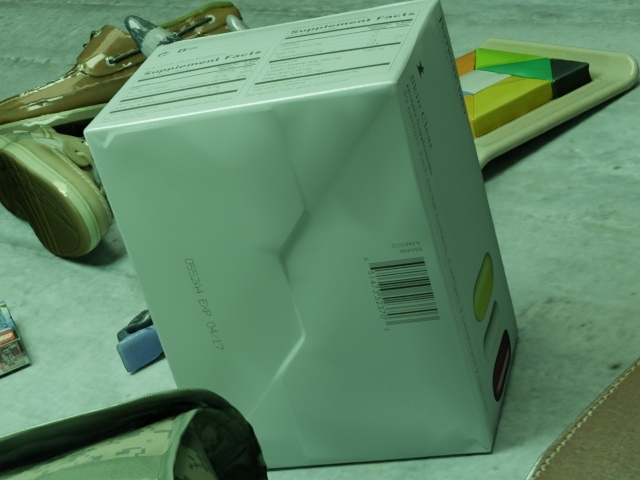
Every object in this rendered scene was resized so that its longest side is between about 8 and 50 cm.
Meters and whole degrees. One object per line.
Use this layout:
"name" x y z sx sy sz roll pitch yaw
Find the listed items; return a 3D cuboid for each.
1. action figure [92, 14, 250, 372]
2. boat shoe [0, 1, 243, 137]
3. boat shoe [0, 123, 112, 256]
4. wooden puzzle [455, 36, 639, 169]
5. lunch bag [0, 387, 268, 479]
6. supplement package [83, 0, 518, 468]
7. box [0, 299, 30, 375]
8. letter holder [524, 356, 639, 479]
"action figure" -0.070 -0.057 1.206 0.341 0.178 0.330 -35 41 -26
"boat shoe" -0.226 -0.186 1.635 0.307 0.104 0.111 -16 -1 -10
"boat shoe" -0.257 -0.064 1.442 0.098 0.109 0.302 -27 21 -19
"wooden puzzle" 0.150 -0.138 1.405 0.239 0.044 0.221 -32 29 -29
"lunch bag" -0.150 0.190 0.786 0.235 0.169 0.287 -18 17 5
"supplement package" 0.000 0.000 0.959 0.204 0.262 0.145 -7 28 19
"box" -0.319 0.102 1.227 0.137 0.027 0.094 -23 24 -12
"letter holder" 0.200 0.112 0.710 0.214 0.152 0.302 6 28 45
